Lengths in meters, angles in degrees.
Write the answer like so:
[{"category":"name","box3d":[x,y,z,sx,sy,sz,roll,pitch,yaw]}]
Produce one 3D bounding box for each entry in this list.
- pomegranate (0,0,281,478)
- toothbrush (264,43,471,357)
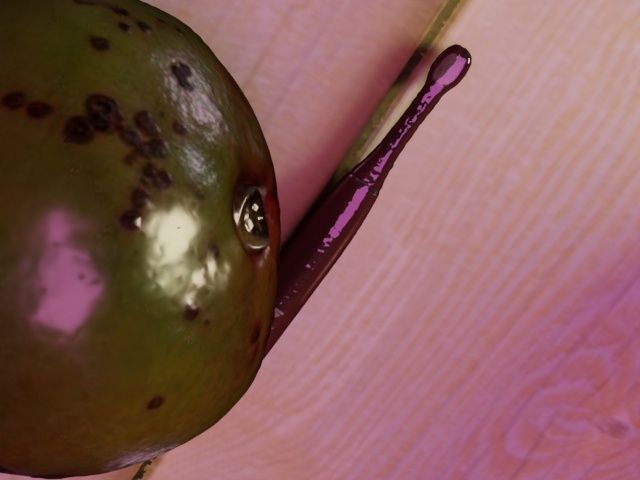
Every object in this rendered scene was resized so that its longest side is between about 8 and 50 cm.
[{"category":"pomegranate","box3d":[-0.183,-0.011,0.466,0.324,0.290,0.290,9,113,0]},{"category":"toothbrush","box3d":[0.000,0.000,0.607,0.041,0.041,0.364,31,107,-17]}]
